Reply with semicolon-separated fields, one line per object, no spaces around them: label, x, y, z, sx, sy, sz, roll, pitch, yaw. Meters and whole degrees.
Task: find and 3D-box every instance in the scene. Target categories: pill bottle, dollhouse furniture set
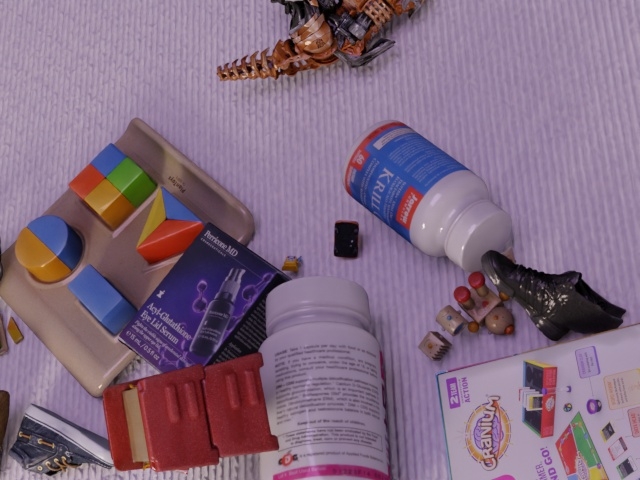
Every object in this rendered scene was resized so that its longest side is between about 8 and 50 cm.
pill bottle;0.141;-0.055;1.720;0.124;0.124;0.221;-48;54;-3
dollhouse furniture set;-0.140;0.334;1.568;0.152;0.201;0.374;-8;86;-23
pill bottle;0.002;0.199;1.635;0.160;0.160;0.283;-14;60;20

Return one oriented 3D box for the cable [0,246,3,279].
cable;-0.541;0.051;2.032;0.184;0.047;0.150;-60;36;16

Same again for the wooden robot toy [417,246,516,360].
wooden robot toy;0.204;0.093;1.649;0.173;0.076;0.079;-46;65;-1

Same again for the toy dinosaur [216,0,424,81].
toy dinosaur;-0.008;-0.334;1.935;0.321;0.164;0.218;-23;71;-11

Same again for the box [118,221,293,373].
box;-0.143;0.106;1.788;0.153;0.108;0.207;32;82;36

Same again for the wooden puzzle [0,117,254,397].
wooden puzzle;-0.310;0.008;1.939;0.348;0.080;0.322;-49;55;-3

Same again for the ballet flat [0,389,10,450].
ballet flat;-0.549;0.353;1.871;0.342;0.116;0.124;-38;75;5

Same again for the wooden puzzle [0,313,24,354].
wooden puzzle;-0.508;0.152;2.003;0.116;0.014;0.079;-33;55;8

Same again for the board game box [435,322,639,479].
board game box;0.303;0.234;1.525;0.316;0.064;0.242;-16;59;19

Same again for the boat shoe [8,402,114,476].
boat shoe;-0.352;0.296;1.826;0.183;0.065;0.083;20;83;35

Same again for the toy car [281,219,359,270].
toy car;0.000;0.000;1.806;0.122;0.060;0.040;-11;28;14

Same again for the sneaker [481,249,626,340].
sneaker;0.281;0.057;1.599;0.170;0.051;0.089;46;120;-4
